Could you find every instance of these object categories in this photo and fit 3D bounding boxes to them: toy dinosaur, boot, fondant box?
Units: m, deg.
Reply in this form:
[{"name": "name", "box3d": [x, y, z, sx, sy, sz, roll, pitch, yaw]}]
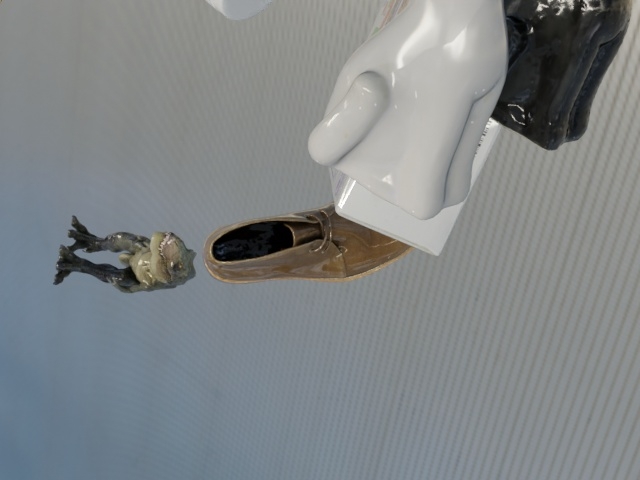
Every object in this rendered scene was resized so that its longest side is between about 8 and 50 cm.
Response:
[{"name": "toy dinosaur", "box3d": [-0.181, 0.017, 0.851, 0.268, 0.118, 0.064, -178, 98, -78]}, {"name": "boot", "box3d": [0.000, 0.000, 1.183, 0.115, 0.305, 0.112, 135, 124, -79]}, {"name": "fondant box", "box3d": [0.093, -0.152, 0.823, 0.330, 0.096, 0.238, -98, 31, -73]}]

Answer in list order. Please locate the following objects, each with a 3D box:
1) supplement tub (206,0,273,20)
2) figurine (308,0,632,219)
[{"name": "supplement tub", "box3d": [-0.074, -0.203, 0.598, 0.107, 0.071, 0.071, 44, 129, 15]}, {"name": "figurine", "box3d": [0.106, -0.135, 0.482, 0.092, 0.215, 0.209, 42, 136, 23]}]
